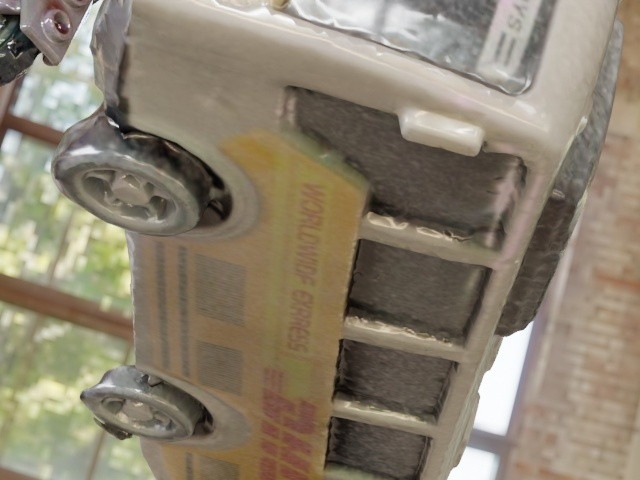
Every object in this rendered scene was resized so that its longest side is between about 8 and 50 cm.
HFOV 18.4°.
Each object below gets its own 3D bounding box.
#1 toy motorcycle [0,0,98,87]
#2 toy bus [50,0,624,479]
[{"bbox_3d":[-0.119,-0.154,0.993,0.122,0.213,0.082,-20,-53,36],"label":"toy motorcycle"},{"bbox_3d":[0.000,0.000,0.607,0.138,0.097,0.342,18,-27,4],"label":"toy bus"}]
